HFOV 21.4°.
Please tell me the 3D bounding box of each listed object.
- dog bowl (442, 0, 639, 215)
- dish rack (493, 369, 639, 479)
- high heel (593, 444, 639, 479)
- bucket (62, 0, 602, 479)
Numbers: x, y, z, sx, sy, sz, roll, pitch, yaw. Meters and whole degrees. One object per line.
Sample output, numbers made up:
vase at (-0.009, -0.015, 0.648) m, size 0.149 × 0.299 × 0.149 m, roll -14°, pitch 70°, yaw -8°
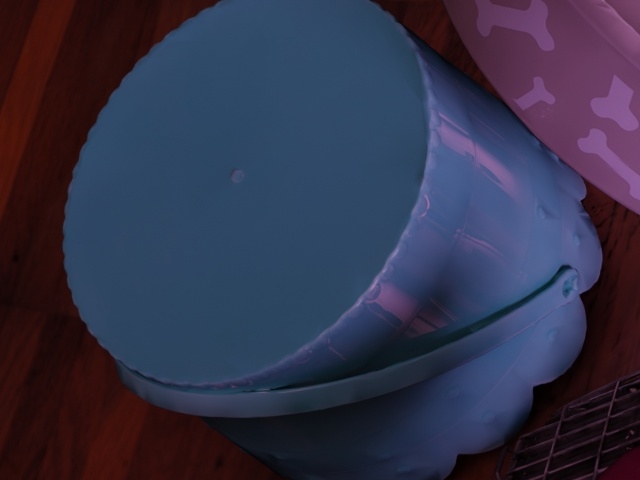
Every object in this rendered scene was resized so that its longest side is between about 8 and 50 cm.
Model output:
dog bowl at (0.208, -0.140, 0.853) m, size 0.102 × 0.348 × 0.349 m, roll -54°, pitch 44°, yaw 46°
dish rack at (0.156, 0.170, 0.841) m, size 0.208 × 0.074 × 0.271 m, roll -27°, pitch 27°, yaw 38°
high heel at (0.100, 0.212, 0.589) m, size 0.181 × 0.127 × 0.377 m, roll -46°, pitch 17°, yaw 38°
bucket at (0.000, 0.000, 0.976) m, size 0.281 × 0.183 × 0.281 m, roll -15°, pitch 60°, yaw 28°
